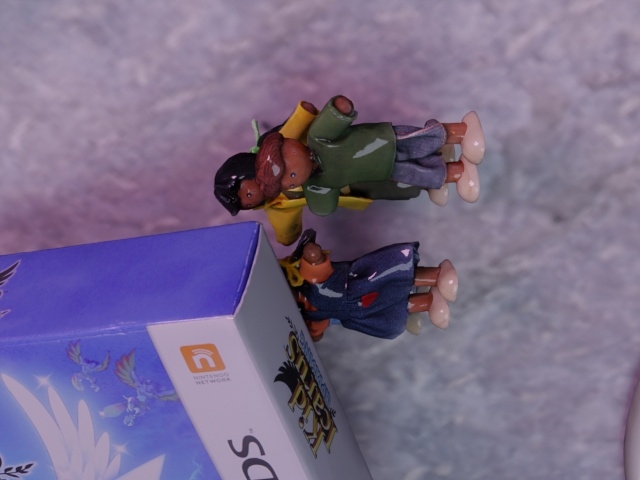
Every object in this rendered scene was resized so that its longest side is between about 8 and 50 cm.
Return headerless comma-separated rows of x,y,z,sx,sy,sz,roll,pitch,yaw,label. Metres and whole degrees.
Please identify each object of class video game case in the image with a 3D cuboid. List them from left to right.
-0.117,0.114,0.685,0.269,0.061,0.244,-8,129,18,video game case

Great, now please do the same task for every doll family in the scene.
0.000,0.000,0.650,0.111,0.076,0.193,-5,132,-11,doll family

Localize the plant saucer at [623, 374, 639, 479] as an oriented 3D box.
0.367,0.107,0.773,0.400,0.100,0.400,-4,128,-5,plant saucer
